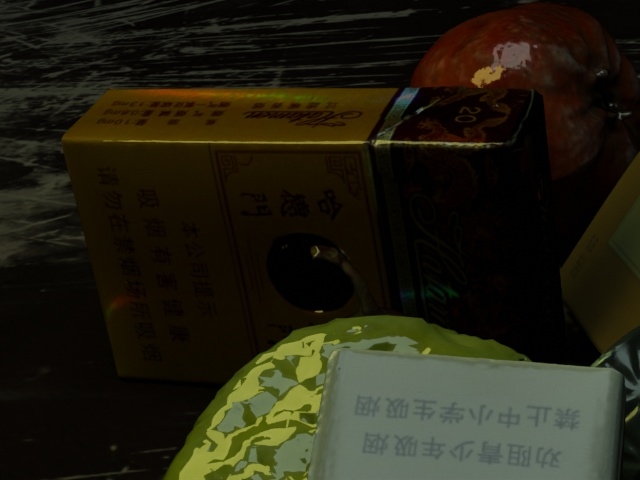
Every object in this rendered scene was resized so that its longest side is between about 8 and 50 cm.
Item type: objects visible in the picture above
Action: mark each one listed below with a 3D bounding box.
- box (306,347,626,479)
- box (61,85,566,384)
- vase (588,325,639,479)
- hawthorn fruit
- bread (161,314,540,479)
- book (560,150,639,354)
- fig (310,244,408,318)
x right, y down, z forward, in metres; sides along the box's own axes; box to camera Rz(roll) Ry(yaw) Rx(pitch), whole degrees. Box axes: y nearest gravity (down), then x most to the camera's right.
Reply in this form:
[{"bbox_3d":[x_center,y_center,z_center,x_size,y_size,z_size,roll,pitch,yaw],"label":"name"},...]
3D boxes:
[{"bbox_3d":[0.067,0.183,0.982,0.168,0.071,0.259,5,57,10],"label":"box"},{"bbox_3d":[0.001,0.000,1.689,0.415,0.264,0.116,3,31,21],"label":"box"},{"bbox_3d":[0.301,0.184,1.271,0.251,0.156,0.301,-32,66,-34],"label":"vase"},{"bbox_3d":[0.175,-0.103,1.876,0.272,0.242,0.242,-17,22,34],"label":"hawthorn fruit"},{"bbox_3d":[0.046,0.243,1.181,0.348,0.307,0.348,-3,50,4],"label":"bread"},{"bbox_3d":[0.309,-0.006,1.558,0.032,0.269,0.389,32,12,-14],"label":"book"},{"bbox_3d":[0.054,0.119,1.572,0.148,0.202,0.149,12,-1,12],"label":"fig"}]
